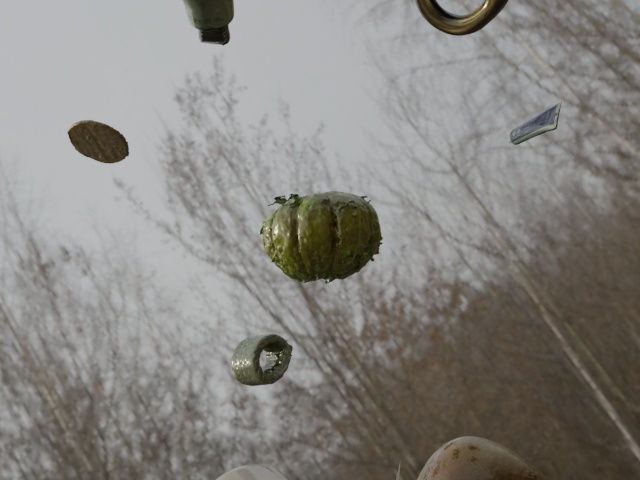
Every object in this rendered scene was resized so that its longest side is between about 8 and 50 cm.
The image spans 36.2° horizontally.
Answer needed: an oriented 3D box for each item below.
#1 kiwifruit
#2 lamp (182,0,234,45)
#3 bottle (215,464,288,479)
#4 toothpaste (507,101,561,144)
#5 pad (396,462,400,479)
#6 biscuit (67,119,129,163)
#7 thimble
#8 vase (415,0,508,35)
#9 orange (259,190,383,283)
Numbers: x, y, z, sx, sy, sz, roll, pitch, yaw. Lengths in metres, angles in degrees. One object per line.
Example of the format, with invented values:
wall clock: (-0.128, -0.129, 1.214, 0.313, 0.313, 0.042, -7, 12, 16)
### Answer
kiwifruit: (0.246, 0.394, 1.398, 0.196, 0.234, 0.196, -57, -6, -9)
lamp: (-0.229, -0.484, 1.762, 0.182, 0.182, 0.314, -21, -33, -33)
bottle: (-0.049, 0.387, 1.187, 0.147, 0.236, 0.147, -10, -69, -28)
toothpaste: (0.285, -0.151, 1.310, 0.021, 0.037, 0.140, 16, -12, -14)
pad: (0.075, 0.369, 1.172, 0.113, 0.006, 0.187, -72, -8, -60)
biscuit: (-0.414, -0.183, 1.829, 0.120, 0.015, 0.120, 9, -34, 6)
thimble: (-0.099, 0.206, 1.702, 0.062, 0.084, 0.110, -11, 4, 40)
vase: (0.272, -0.569, 1.936, 0.241, 0.302, 0.329, -38, -45, -53)
orange: (0.000, 0.000, 2.405, 0.300, 0.223, 0.301, -3, -8, -11)
